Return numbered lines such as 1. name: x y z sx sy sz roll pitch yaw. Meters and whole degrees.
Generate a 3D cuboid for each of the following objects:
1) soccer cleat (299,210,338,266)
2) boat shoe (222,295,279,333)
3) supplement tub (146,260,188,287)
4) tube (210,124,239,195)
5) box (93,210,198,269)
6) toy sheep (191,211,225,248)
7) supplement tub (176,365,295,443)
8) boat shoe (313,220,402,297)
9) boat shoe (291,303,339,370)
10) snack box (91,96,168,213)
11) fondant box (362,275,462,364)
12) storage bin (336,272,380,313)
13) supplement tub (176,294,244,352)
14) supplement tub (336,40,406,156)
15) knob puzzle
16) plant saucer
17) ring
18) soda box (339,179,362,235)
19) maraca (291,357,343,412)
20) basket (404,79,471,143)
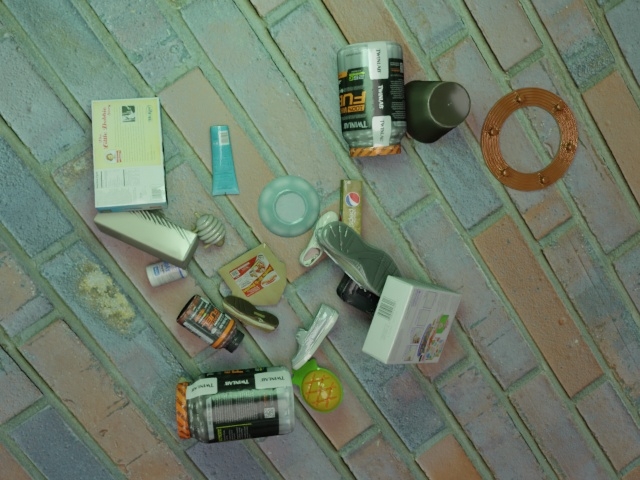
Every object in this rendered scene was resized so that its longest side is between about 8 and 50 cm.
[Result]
1. soccer cleat: 0.000 0.000 1.766 0.068 0.076 0.196 31 91 -12
2. boat shoe: -0.226 0.239 1.769 0.190 0.068 0.072 31 123 -12
3. supplement tub: -0.456 0.092 1.708 0.107 0.071 0.070 -19 100 -8
4. tube: -0.291 -0.238 1.705 0.080 0.052 0.206 -4 103 -4
5. box: -0.493 -0.022 1.635 0.275 0.113 0.094 25 71 -3
6. toy sheep: -0.333 -0.032 1.704 0.091 0.091 0.132 -39 119 -2
7. supplement tub: -0.254 0.494 1.724 0.338 0.207 0.207 -4 98 -9
8. boat shoe: 0.116 0.063 1.707 0.320 0.103 0.118 38 71 -17
9. boat shoe: -0.035 0.299 1.807 0.081 0.079 0.227 36 86 -3
10. snack box: -0.533 -0.242 1.600 0.187 0.060 0.321 -5 76 -9
11. fondant box: 0.287 0.247 1.744 0.330 0.096 0.238 14 97 -50
12. storage bin: 0.144 0.124 1.803 0.122 0.084 0.180 28 93 -11
13. supplement tub: -0.328 0.257 1.734 0.198 0.106 0.106 37 90 -12
14. supplement tub: 0.152 -0.407 1.679 0.194 0.193 0.315 -6 98 -8
15. knob puzzle: -0.191 0.119 1.773 0.213 0.030 0.213 -2 111 -5
16. plant saucer: -0.094 -0.102 1.758 0.195 0.037 0.194 -1 98 -9
17. ring: 0.684 -0.327 1.858 0.337 0.032 0.336 -1 97 -10
18. soda box: 0.094 -0.098 1.778 0.062 0.058 0.181 0 98 -10
19. maraca: -0.011 0.460 1.819 0.127 0.099 0.186 -44 76 -7
20. basket: 0.340 -0.389 1.694 0.154 0.227 0.204 -27 101 -5
